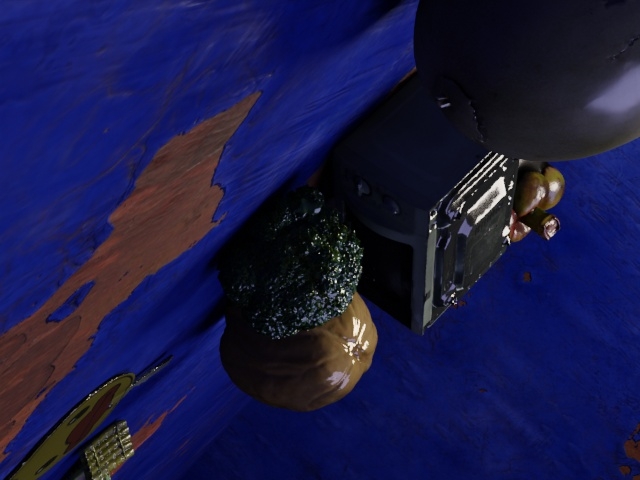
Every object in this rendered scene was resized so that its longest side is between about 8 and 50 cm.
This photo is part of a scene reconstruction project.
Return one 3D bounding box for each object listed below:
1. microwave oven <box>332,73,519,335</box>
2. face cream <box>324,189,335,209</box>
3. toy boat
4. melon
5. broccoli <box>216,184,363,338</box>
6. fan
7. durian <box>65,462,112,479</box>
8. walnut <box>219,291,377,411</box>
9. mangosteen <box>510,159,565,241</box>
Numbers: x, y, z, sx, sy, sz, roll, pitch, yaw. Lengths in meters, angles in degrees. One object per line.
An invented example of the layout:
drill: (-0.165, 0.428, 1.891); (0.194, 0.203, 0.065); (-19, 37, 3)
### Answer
microwave oven: (0.152, -0.048, 1.608); (0.237, 0.181, 0.295); (-42, 152, -24)
face cream: (0.000, 0.000, 1.718); (0.311, 0.092, 0.092); (-42, 173, -36)
toy boat: (-0.324, 0.321, 1.782); (0.016, 0.063, 0.115); (-7, -167, 25)
melon: (0.237, -0.215, 1.106); (0.330, 0.268, 0.268); (-33, 171, -10)
broccoli: (-0.037, 0.028, 1.458); (0.195, 0.156, 0.195); (-13, 139, -12)
fan: (-0.305, 0.235, 1.575); (0.335, 0.011, 0.229); (-36, 168, -50)
durian: (-0.346, 0.395, 1.859); (0.086, 0.100, 0.215); (-38, 125, -46)
walnut: (-0.039, 0.149, 1.790); (0.261, 0.225, 0.225); (9, -138, 47)
mangosteen: (0.296, -0.098, 2.070); (0.275, 0.302, 0.275); (-36, 150, -25)
